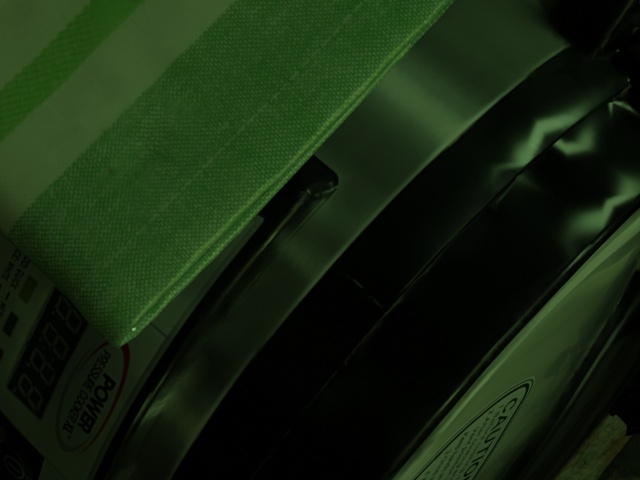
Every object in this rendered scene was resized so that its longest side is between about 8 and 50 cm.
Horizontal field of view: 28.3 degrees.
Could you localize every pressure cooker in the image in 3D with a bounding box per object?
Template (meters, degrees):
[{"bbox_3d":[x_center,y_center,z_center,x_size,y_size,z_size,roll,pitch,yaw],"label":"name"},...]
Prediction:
[{"bbox_3d":[0.004,-0.003,0.609,0.375,0.420,0.370,-44,162,-11],"label":"pressure cooker"}]

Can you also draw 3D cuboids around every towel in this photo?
[{"bbox_3d":[-0.092,-0.163,0.437,0.248,0.325,0.038,-45,171,-4],"label":"towel"}]
